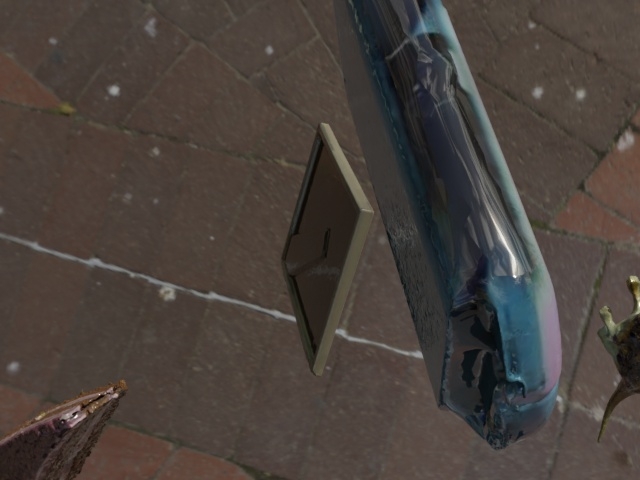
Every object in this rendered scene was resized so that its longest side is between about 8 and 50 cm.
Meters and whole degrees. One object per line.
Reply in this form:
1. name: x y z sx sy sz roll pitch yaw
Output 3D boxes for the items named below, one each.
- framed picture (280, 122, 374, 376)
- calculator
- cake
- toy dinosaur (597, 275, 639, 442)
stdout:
1. framed picture: 0.000 0.000 1.195 0.016 0.289 0.213 10 112 -15
2. calculator: 0.057 -0.035 0.515 0.051 0.173 0.293 -15 64 -1
3. cake: -0.347 0.268 1.296 0.113 0.116 0.295 54 134 2
4. toy dinosaur: 0.203 0.070 0.643 0.037 0.180 0.058 -6 52 5
